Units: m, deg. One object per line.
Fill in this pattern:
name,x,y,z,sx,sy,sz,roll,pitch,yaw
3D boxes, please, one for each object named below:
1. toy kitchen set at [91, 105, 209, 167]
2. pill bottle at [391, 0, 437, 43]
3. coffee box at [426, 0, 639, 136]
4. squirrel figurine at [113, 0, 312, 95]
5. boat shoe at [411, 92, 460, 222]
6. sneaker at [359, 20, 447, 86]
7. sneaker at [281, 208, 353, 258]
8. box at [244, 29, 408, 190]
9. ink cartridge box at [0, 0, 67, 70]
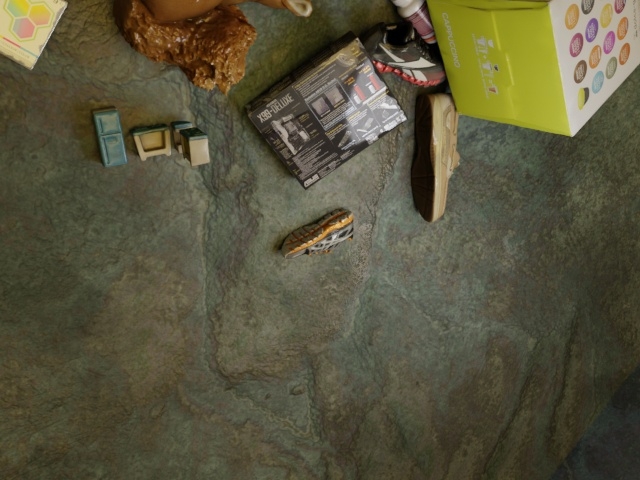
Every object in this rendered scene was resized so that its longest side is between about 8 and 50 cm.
toy kitchen set,-0.361,-0.221,1.498,0.207,0.166,0.122,-15,115,-21
pill bottle,0.242,-0.555,1.706,0.152,0.086,0.086,34,93,-32
coffee box,0.504,-0.494,1.644,0.334,0.338,0.338,-43,131,-21
squirrel figurine,-0.209,-0.515,1.440,0.370,0.281,0.397,-1,124,-36
boat shoe,0.316,-0.214,1.854,0.110,0.121,0.341,-9,112,-22
sneaker,0.216,-0.454,1.702,0.275,0.098,0.135,8,144,-27
sneaker,0.000,0.000,1.810,0.214,0.084,0.083,-26,123,-16
box,0.015,-0.299,1.657,0.307,0.077,0.242,-34,121,8
ink cartridge box,-0.565,-0.451,1.371,0.109,0.062,0.209,29,95,-31
